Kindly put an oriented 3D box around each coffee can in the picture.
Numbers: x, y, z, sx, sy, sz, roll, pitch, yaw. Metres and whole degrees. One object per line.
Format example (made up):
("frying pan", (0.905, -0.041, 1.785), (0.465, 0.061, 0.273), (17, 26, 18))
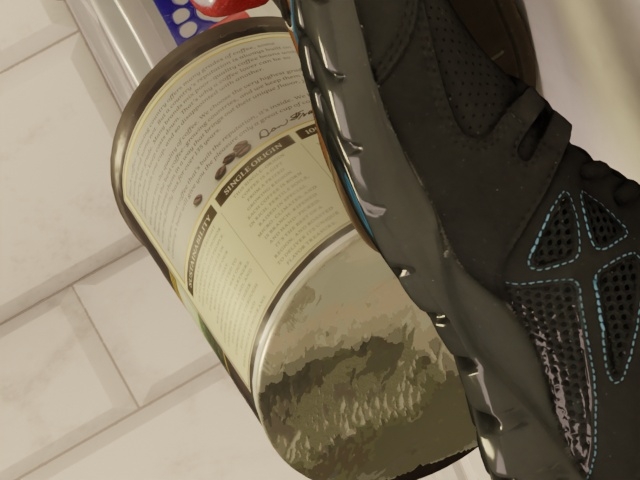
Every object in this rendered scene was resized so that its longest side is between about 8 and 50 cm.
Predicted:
("coffee can", (0.000, 0.000, 1.118), (0.275, 0.202, 0.201), (51, 168, 50))

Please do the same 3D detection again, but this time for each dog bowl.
("dog bowl", (-0.141, -0.209, 1.653), (0.265, 0.104, 0.265), (59, 172, 13))

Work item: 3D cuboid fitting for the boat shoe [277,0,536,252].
("boat shoe", (0.033, -0.125, 0.843), (0.307, 0.111, 0.104), (83, 162, -47))

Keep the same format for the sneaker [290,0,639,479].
("sneaker", (0.095, -0.005, 0.749), (0.340, 0.140, 0.125), (63, -178, -17))

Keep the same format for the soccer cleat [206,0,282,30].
("soccer cleat", (-0.045, -0.076, 1.460), (0.108, 0.116, 0.318), (56, 171, 33))

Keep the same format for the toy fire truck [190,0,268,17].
("toy fire truck", (-0.090, -0.281, 0.891), (0.302, 0.169, 0.254), (61, 152, 12))
